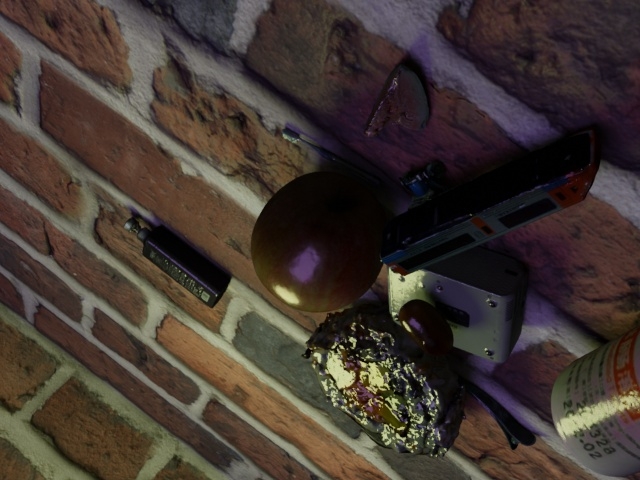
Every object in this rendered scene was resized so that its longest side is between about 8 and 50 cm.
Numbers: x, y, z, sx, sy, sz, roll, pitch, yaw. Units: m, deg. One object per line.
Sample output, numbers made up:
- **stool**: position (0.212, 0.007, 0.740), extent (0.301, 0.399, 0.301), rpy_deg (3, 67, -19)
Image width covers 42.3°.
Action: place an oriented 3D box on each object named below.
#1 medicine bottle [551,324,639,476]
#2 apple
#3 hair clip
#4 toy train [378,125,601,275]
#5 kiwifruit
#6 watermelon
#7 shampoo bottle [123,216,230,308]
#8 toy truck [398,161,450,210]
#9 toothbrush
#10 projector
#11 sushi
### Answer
- **medicine bottle**: position (0.563, 0.236, 1.324), extent (0.219, 0.219, 0.388), rpy_deg (38, 148, 1)
- **apple**: position (0.000, 0.000, 1.551), extent (0.257, 0.257, 0.234), rpy_deg (33, 145, 9)
- **hair clip**: position (0.378, 0.372, 1.833), extent (0.229, 0.039, 0.070), rpy_deg (47, 145, -3)
- **toy train**: position (0.271, -0.052, 1.317), extent (0.409, 0.086, 0.089), rpy_deg (-26, 129, 39)
- **kiwifruit**: position (0.195, 0.159, 1.522), extent (0.124, 0.075, 0.075), rpy_deg (45, 146, -16)
- **watermelon**: position (0.128, -0.221, 1.342), extent (0.101, 0.080, 0.155), rpy_deg (22, 128, 8)
- **shampoo bottle**: position (-0.377, 0.047, 2.125), extent (0.309, 0.071, 0.098), rpy_deg (37, 147, 3)
- **toy truck**: position (0.203, -0.059, 1.447), extent (0.154, 0.078, 0.080), rpy_deg (50, 146, -17)
- **toothbrush**: position (0.018, -0.155, 1.562), extent (0.219, 0.016, 0.019), rpy_deg (29, 147, 14)
- **projector**: position (0.252, 0.102, 1.560), extent (0.250, 0.108, 0.198), rpy_deg (21, 142, 25)
- **sushi**: position (0.155, 0.308, 1.841), extent (0.417, 0.176, 0.417), rpy_deg (31, 144, 25)
